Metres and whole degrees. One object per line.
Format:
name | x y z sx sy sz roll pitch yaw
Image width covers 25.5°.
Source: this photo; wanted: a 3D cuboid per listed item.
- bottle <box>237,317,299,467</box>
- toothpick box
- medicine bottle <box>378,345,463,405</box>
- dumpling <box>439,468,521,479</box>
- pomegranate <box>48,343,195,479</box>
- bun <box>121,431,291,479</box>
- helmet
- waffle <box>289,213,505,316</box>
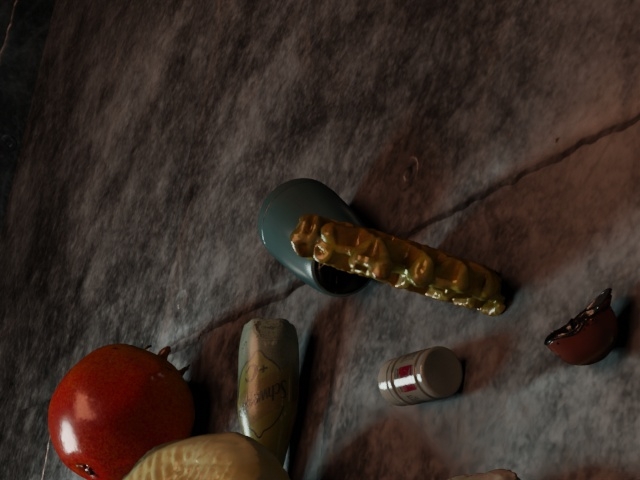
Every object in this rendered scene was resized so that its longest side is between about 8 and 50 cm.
bottle | -0.069 0.239 1.875 0.083 0.083 0.270 -27 58 56
toothpick box | 0.000 0.000 1.852 0.120 0.120 0.184 -66 29 12
medicine bottle | 0.112 0.154 1.589 0.091 0.058 0.058 -24 52 57
dumpling | 0.082 0.392 1.343 0.260 0.181 0.341 -15 73 54
pomegranate | -0.296 0.256 2.169 0.221 0.221 0.257 -47 6 40
bun | -0.160 0.417 1.716 0.364 0.202 0.364 -34 26 19
helmet | 0.260 0.090 1.349 0.084 0.049 0.065 -39 -3 6
waffle | 0.076 0.021 1.566 0.229 0.219 0.057 18 91 66
